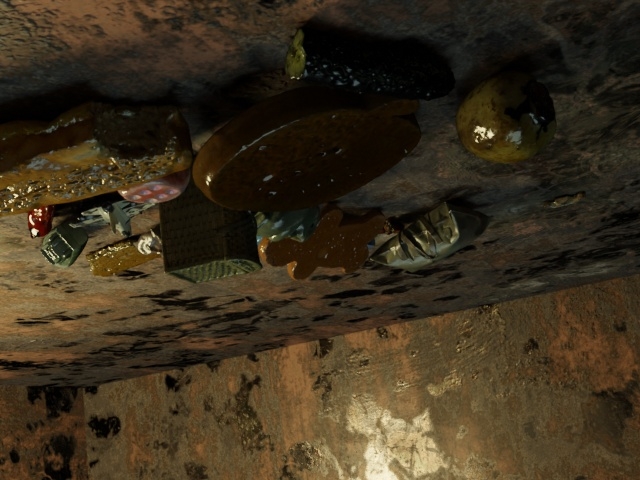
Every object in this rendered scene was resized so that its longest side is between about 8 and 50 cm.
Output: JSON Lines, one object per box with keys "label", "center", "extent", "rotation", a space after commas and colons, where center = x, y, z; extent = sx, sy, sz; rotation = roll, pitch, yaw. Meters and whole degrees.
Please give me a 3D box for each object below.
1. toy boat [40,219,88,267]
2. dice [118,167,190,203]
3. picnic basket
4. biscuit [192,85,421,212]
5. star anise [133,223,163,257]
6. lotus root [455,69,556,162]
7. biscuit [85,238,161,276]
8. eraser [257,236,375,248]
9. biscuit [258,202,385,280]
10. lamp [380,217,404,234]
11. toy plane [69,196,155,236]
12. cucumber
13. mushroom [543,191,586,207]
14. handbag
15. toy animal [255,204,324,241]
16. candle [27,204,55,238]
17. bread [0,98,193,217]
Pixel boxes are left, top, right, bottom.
{"label": "toy boat", "center": [-0.518, 0.016, 1.663], "extent": [0.085, 0.078, 0.260], "rotation": [-44, -171, -24]}
{"label": "dice", "center": [-0.268, -0.114, 1.324], "extent": [0.093, 0.091, 0.094], "rotation": [-20, 160, 35]}
{"label": "picnic basket", "center": [-0.185, -0.038, 1.450], "extent": [0.154, 0.196, 0.134], "rotation": [-12, 164, 11]}
{"label": "biscuit", "center": [-0.002, -0.154, 1.305], "extent": [0.350, 0.070, 0.394], "rotation": [-32, 161, 25]}
{"label": "star anise", "center": [-0.279, -0.002, 1.766], "extent": [0.197, 0.073, 0.212], "rotation": [3, 164, -27]}
{"label": "lotus root", "center": [0.276, -0.182, 1.286], "extent": [0.138, 0.138, 0.214], "rotation": [-2, 171, -20]}
{"label": "biscuit", "center": [-0.463, 0.039, 1.911], "extent": [0.237, 0.026, 0.131], "rotation": [-18, 161, 34]}
{"label": "eraser", "center": [-0.019, -0.005, 1.949], "extent": [0.144, 0.042, 0.312], "rotation": [-19, 161, 37]}
{"label": "biscuit", "center": [-0.002, -0.001, 1.822], "extent": [0.324, 0.049, 0.205], "rotation": [-7, 136, -40]}
{"label": "lamp", "center": [0.167, -0.031, 1.979], "extent": [0.063, 0.031, 0.083], "rotation": [-20, 164, 42]}
{"label": "toy plane", "center": [-0.383, -0.047, 1.567], "extent": [0.160, 0.082, 0.234], "rotation": [-17, 180, -6]}
{"label": "cucumber", "center": [0.084, -0.230, 1.133], "extent": [0.300, 0.072, 0.072], "rotation": [2, 162, -35]}
{"label": "mushroom", "center": [0.579, -0.093, 1.980], "extent": [0.101, 0.019, 0.049], "rotation": [-17, 162, 26]}
{"label": "handbag", "center": [0.252, -0.005, 1.941], "extent": [0.270, 0.117, 0.182], "rotation": [-30, 155, 28]}
{"label": "toy animal", "center": [-0.052, -0.056, 1.621], "extent": [0.127, 0.125, 0.251], "rotation": [16, -174, 32]}
{"label": "candle", "center": [-0.489, -0.065, 1.467], "extent": [0.048, 0.051, 0.329], "rotation": [-5, 165, -21]}
{"label": "bread", "center": [-0.379, -0.128, 1.195], "extent": [0.380, 0.109, 0.185], "rotation": [-12, 160, 10]}
